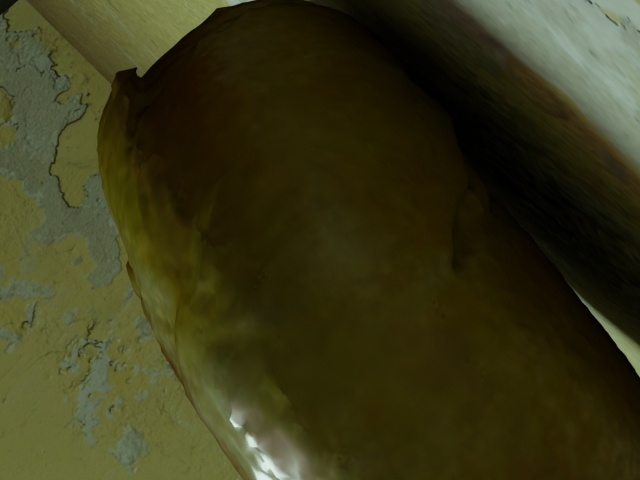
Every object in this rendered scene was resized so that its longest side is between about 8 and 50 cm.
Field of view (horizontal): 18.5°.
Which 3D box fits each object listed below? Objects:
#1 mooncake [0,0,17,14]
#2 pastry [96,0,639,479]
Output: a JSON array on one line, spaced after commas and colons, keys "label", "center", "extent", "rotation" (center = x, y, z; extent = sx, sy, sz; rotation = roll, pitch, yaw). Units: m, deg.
[{"label": "mooncake", "center": [-0.211, -0.140, 0.785], "extent": [0.161, 0.290, 0.290], "rotation": [51, 176, -5]}, {"label": "pastry", "center": [0.034, 0.051, 0.839], "extent": [0.356, 0.164, 0.356], "rotation": [58, 179, 2]}]
